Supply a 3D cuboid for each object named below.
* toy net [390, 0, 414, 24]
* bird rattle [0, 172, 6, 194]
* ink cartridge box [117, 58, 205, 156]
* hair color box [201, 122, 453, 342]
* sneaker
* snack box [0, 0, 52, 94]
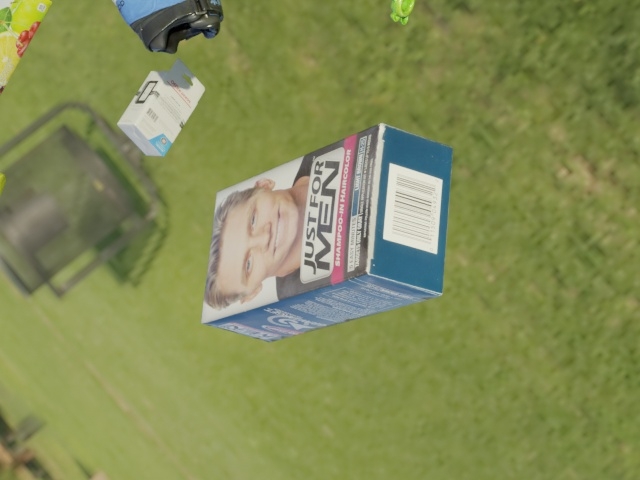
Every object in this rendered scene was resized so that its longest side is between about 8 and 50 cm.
[{"bbox_3d":[0.067,-0.324,1.566,0.045,0.122,0.232,22,153,31],"label":"toy net"},{"bbox_3d":[-0.479,0.002,1.805,0.143,0.253,0.207,7,155,38],"label":"bird rattle"},{"bbox_3d":[-0.149,-0.126,1.515,0.028,0.083,0.048,6,147,44],"label":"ink cartridge box"},{"bbox_3d":[0.000,0.000,1.823,0.105,0.174,0.347,17,160,-30],"label":"hair color box"},{"bbox_3d":[-0.085,-0.205,1.252,0.084,0.152,0.058,58,-174,12],"label":"sneaker"},{"bbox_3d":[-0.477,-0.284,2.078,0.207,0.174,0.070,24,-172,-46],"label":"snack box"}]
